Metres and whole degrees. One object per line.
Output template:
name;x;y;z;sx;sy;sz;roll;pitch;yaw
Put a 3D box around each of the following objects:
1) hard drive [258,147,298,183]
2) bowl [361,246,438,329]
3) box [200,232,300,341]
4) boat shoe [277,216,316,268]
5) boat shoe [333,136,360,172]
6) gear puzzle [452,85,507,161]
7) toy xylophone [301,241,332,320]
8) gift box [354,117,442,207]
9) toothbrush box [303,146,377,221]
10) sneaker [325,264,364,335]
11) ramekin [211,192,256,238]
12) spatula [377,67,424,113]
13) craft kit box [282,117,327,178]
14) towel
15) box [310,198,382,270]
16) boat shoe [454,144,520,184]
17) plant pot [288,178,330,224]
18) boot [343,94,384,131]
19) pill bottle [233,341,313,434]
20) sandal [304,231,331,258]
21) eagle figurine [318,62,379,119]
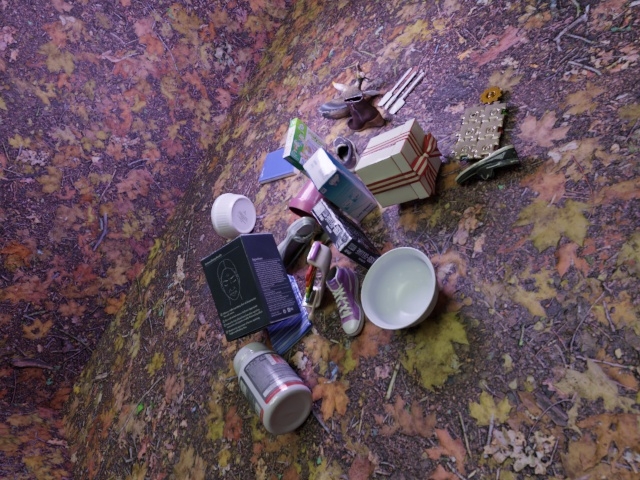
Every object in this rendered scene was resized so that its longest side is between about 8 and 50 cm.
hard drive;-0.238;-0.469;2.519;0.318;0.040;0.211;-7;61;44
bowl;0.298;0.185;1.457;0.297;0.134;0.298;-25;49;33
box;-0.315;0.205;1.850;0.293;0.211;0.396;-28;78;33
boat shoe;-0.116;0.012;1.993;0.320;0.118;0.103;-48;44;34
boat shoe;0.120;-0.454;2.096;0.102;0.092;0.285;-40;42;21
gear puzzle;0.628;-0.451;1.607;0.175;0.044;0.339;5;69;40
toy xylophone;-0.022;0.170;1.695;0.236;0.081;0.323;-66;-11;-51
gift box;0.338;-0.297;1.653;0.258;0.276;0.255;-15;42;44
toothbrush box;0.089;-0.245;1.832;0.126;0.295;0.216;-45;42;16
sneaker;0.081;0.230;1.635;0.102;0.161;0.282;-30;48;28
ramekin;-0.489;-0.143;2.403;0.127;0.273;0.273;-2;63;32
spatula;0.403;-0.744;2.057;0.242;0.019;0.168;-48;35;11
craft kit box;-0.076;-0.475;2.192;0.060;0.249;0.247;-18;54;38
towel;-0.171;0.341;1.917;0.243;0.040;0.336;-45;41;16
box;0.114;-0.018;1.699;0.076;0.242;0.308;-47;41;12
boat shoe;0.592;-0.252;1.485;0.233;0.084;0.079;-28;82;38
plant pot;-0.030;-0.194;1.992;0.201;0.201;0.180;15;78;50
boot;0.181;-0.640;2.065;0.248;0.206;0.090;10;73;49
pill bottle;-0.204;0.573;1.663;0.210;0.210;0.362;-57;39;0
sandal;0.000;0.000;1.947;0.219;0.060;0.090;-39;42;21
eagle figurine;0.134;-0.751;2.176;0.299;0.226;0.225;-57;45;8
